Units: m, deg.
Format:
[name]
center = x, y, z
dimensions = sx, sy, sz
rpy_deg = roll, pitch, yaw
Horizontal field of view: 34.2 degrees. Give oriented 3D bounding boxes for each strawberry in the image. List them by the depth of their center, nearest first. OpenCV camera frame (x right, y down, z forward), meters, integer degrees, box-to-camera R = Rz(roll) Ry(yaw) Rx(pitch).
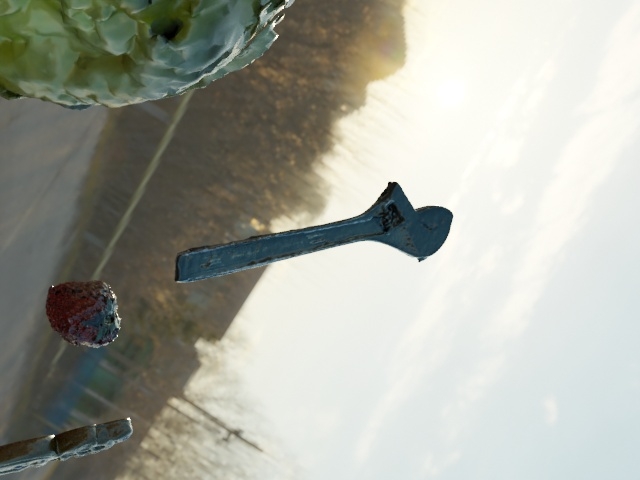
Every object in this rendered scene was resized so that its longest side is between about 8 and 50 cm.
[strawberry]
center = -0.284, 0.083, 1.234
dimensions = 0.083, 0.096, 0.083
rpy_deg = -34, 136, -41

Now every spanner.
[spanner]
center = 0.000, 0.000, 1.083
dimensions = 0.325, 0.093, 0.026
rpy_deg = -12, -178, -25

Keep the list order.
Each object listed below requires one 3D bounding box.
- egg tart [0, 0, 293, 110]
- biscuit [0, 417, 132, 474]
[egg tart]
center = -0.144, -0.135, 0.467
dimensions = 0.279, 0.278, 0.095
rpy_deg = 135, -29, -59
[biscuit]
center = -0.273, 0.209, 1.027
dimensions = 0.124, 0.175, 0.026
rpy_deg = 136, -59, -70
